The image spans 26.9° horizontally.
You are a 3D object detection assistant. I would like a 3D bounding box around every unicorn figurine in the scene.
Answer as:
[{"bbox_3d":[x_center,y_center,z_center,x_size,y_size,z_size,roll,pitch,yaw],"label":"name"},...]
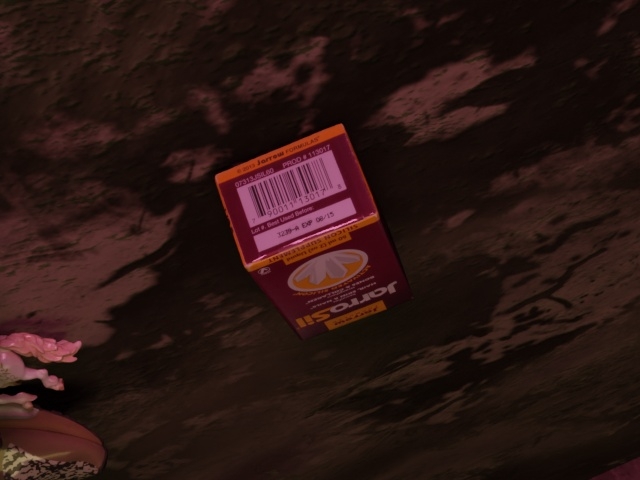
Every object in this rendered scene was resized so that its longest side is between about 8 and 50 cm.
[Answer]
[{"bbox_3d":[-0.280,0.121,1.116,0.111,0.060,0.162,11,126,-48],"label":"unicorn figurine"}]

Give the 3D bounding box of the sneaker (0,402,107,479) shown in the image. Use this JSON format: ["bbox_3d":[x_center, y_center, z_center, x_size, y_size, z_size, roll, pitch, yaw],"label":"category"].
[{"bbox_3d":[-0.381,0.263,1.171,0.410,0.182,0.158,-10,155,-20],"label":"sneaker"}]

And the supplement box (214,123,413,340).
[{"bbox_3d":[0.000,0.000,1.028,0.104,0.081,0.188,-22,156,4],"label":"supplement box"}]

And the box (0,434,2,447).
[{"bbox_3d":[-0.316,0.043,0.778,0.143,0.165,0.270,-21,155,2],"label":"box"}]
